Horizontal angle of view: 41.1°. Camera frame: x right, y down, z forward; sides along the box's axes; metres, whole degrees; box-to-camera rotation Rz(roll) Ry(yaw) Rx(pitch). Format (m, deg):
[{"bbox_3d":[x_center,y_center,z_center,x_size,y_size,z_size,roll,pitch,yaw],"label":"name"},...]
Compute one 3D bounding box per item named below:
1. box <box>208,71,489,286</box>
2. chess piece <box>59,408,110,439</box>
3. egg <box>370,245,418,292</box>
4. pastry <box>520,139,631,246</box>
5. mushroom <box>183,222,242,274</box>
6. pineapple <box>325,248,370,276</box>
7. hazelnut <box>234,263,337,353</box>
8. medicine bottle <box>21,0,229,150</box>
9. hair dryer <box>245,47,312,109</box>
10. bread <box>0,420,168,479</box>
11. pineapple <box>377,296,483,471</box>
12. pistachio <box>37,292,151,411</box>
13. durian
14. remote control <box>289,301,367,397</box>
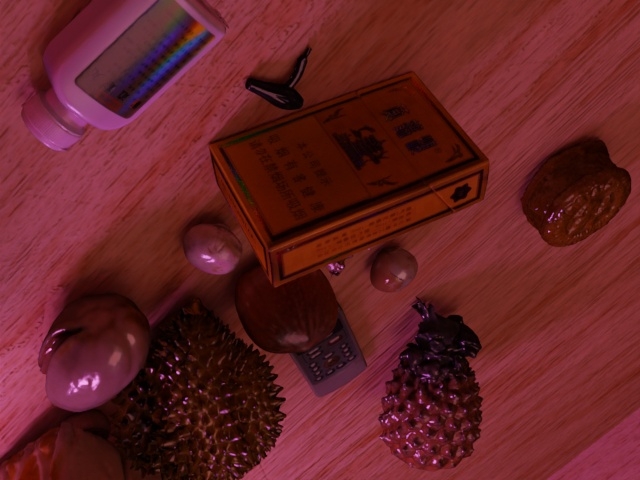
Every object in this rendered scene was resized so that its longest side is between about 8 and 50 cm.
[{"bbox_3d":[0.035,-0.085,1.083,0.301,0.193,0.084,-22,145,-14],"label":"box"},{"bbox_3d":[-0.382,0.309,1.379,0.084,0.038,0.083,-22,144,-17],"label":"chess piece"},{"bbox_3d":[0.120,0.052,1.424,0.071,0.071,0.083,6,133,-42],"label":"egg"},{"bbox_3d":[0.447,-0.079,1.487,0.189,0.103,0.188,-21,144,-17],"label":"pastry"},{"bbox_3d":[-0.147,0.009,1.171,0.084,0.067,0.083,8,145,6],"label":"mushroom"},{"bbox_3d":[0.005,-0.002,1.199,0.250,0.164,0.140,-16,150,-27],"label":"pineapple"},{"bbox_3d":[-0.050,0.097,1.284,0.150,0.150,0.150,-21,144,-16],"label":"hazelnut"},{"bbox_3d":[-0.210,-0.183,0.874,0.219,0.078,0.115,-40,147,11],"label":"medicine bottle"},{"bbox_3d":[-0.043,-0.203,1.035,0.079,0.031,0.083,17,109,-37],"label":"hair dryer"},{"bbox_3d":[-0.402,0.526,1.312,0.371,0.390,0.279,-34,134,27],"label":"bread"},{"bbox_3d":[0.227,0.264,1.675,0.223,0.223,0.357,-13,123,-26],"label":"pineapple"},{"bbox_3d":[-0.309,0.155,1.166,0.144,0.144,0.215,-1,147,-37],"label":"pistachio"},{"bbox_3d":[-0.182,0.241,1.274,0.258,0.258,0.293,0,132,-37],"label":"durian"},{"bbox_3d":[0.011,0.203,1.552,0.123,0.038,0.285,-29,145,-6],"label":"remote control"}]
